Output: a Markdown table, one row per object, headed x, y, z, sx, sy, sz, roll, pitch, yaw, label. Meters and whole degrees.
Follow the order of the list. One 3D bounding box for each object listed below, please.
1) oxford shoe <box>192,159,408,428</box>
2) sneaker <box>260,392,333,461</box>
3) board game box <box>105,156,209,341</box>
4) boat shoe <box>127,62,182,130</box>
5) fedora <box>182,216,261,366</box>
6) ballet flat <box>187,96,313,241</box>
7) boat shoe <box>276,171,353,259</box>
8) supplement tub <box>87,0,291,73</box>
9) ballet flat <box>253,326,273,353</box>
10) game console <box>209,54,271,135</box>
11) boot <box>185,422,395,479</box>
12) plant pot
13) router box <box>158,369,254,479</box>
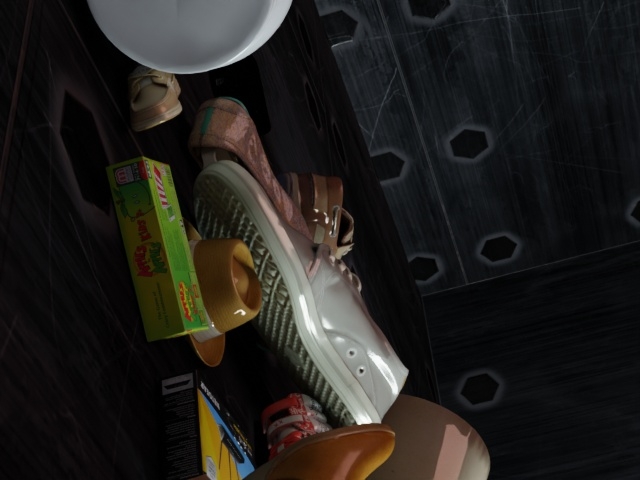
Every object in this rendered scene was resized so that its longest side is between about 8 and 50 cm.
| x | y | z | sx | sy | sz | roll | pitch | yaw | label |
| --- | --- | --- | --- | --- | --- | --- | --- | --- | --- |
| -0.019 | 0.064 | 1.561 | 0.169 | 0.130 | 0.449 | 16 | -36 | 51 | oxford shoe |
| -0.042 | 0.271 | 1.521 | 0.145 | 0.090 | 0.270 | 60 | 17 | 12 | sneaker |
| -0.167 | 0.010 | 1.270 | 0.092 | 0.043 | 0.181 | 10 | 66 | -80 | board game box |
| -0.192 | -0.169 | 1.374 | 0.170 | 0.063 | 0.059 | -108 | 177 | -69 | boat shoe |
| -0.116 | 0.050 | 1.406 | 0.194 | 0.079 | 0.194 | -15 | 90 | -82 | fedora |
| -0.101 | -0.046 | 1.663 | 0.316 | 0.107 | 0.106 | 62 | 34 | -36 | ballet flat |
| 0.000 | 0.000 | 2.003 | 0.324 | 0.116 | 0.123 | 83 | -1 | -62 | boat shoe |
| -0.137 | -0.329 | 1.392 | 0.325 | 0.235 | 0.236 | -84 | 158 | -66 | supplement tub |
| -0.027 | 0.096 | 1.779 | 0.280 | 0.095 | 0.096 | -42 | 149 | -80 | ballet flat |
| -0.107 | -0.153 | 1.914 | 0.213 | 0.043 | 0.362 | 44 | 32 | -73 | game console |
| -0.007 | 0.282 | 1.043 | 0.295 | 0.104 | 0.211 | -11 | 68 | -45 | boot |
| 0.089 | 0.398 | 1.695 | 0.274 | 0.256 | 0.257 | -71 | 149 | -45 | plant pot |
| -0.110 | 0.232 | 1.248 | 0.179 | 0.046 | 0.133 | 64 | 15 | -53 | router box |
